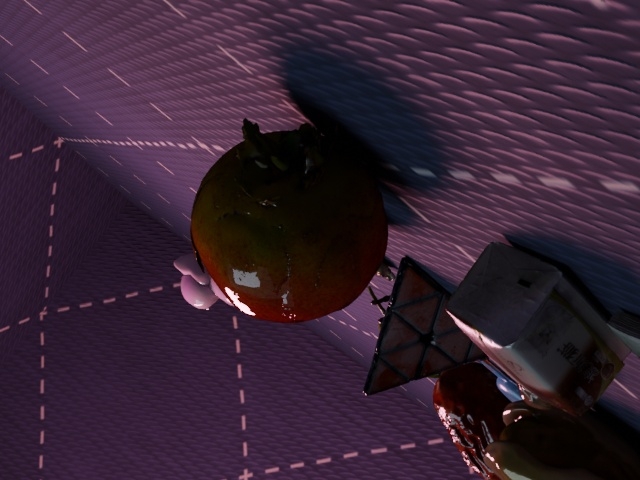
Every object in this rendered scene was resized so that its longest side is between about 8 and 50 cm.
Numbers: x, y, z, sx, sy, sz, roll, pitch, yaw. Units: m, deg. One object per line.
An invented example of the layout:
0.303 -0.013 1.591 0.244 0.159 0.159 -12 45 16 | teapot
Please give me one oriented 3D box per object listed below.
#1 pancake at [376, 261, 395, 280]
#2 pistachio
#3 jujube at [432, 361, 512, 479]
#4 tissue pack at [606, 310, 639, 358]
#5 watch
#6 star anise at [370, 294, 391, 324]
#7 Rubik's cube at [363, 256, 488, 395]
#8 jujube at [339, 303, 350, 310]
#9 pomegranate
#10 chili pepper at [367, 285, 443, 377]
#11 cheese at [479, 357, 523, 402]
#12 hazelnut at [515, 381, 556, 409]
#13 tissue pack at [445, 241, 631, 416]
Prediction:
0.000 0.000 1.863 0.244 0.057 0.266 31 170 35 | pancake
0.361 0.331 1.754 0.288 0.166 0.197 39 152 -4 | pistachio
0.283 0.302 2.104 0.230 0.155 0.155 52 166 -29 | jujube
0.313 0.107 1.162 0.108 0.023 0.056 42 171 -30 | tissue pack
-0.125 0.067 2.438 0.248 0.211 0.217 22 174 34 | watch
0.129 0.120 1.928 0.097 0.070 0.190 35 -167 33 | star anise
0.110 0.115 1.797 0.211 0.190 0.178 45 -172 -21 | Rubik's cube
-0.018 -0.001 1.589 0.168 0.168 0.236 40 -170 -22 | jujube
-0.033 -0.024 1.321 0.210 0.210 0.235 33 143 31 | pomegranate
0.148 0.171 2.180 0.204 0.072 0.073 39 175 -21 | chili pepper
0.292 0.218 1.940 0.256 0.037 0.106 42 171 -26 | cheese
0.268 0.163 1.517 0.086 0.086 0.086 36 173 5 | hazelnut
0.211 0.087 1.226 0.148 0.099 0.106 42 172 -37 | tissue pack
